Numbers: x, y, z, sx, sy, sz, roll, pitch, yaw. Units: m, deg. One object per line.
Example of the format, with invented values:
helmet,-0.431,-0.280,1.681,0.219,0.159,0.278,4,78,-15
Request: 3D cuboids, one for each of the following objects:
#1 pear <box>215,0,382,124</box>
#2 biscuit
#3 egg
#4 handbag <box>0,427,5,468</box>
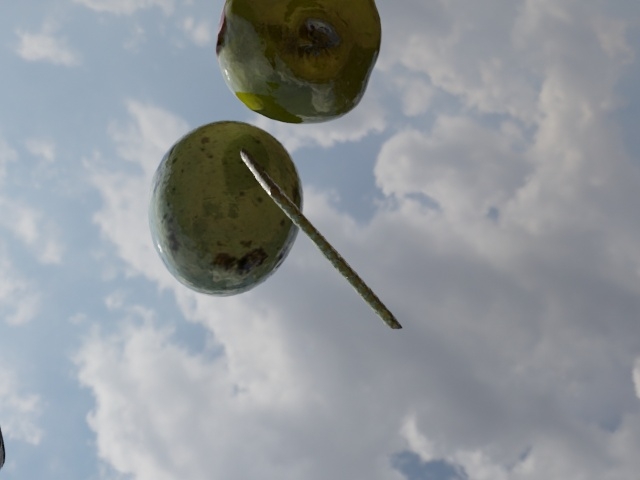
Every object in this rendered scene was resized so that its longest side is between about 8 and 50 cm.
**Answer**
pear,-0.040,-0.348,1.566,0.287,0.287,0.375,22,-171,-9
biscuit,0.000,0.000,0.992,0.231,0.016,0.139,49,-178,-31
egg,-0.172,-0.059,1.672,0.288,0.287,0.379,15,-136,-21
handbag,-0.423,0.204,0.981,0.088,0.244,0.275,-3,-170,0
